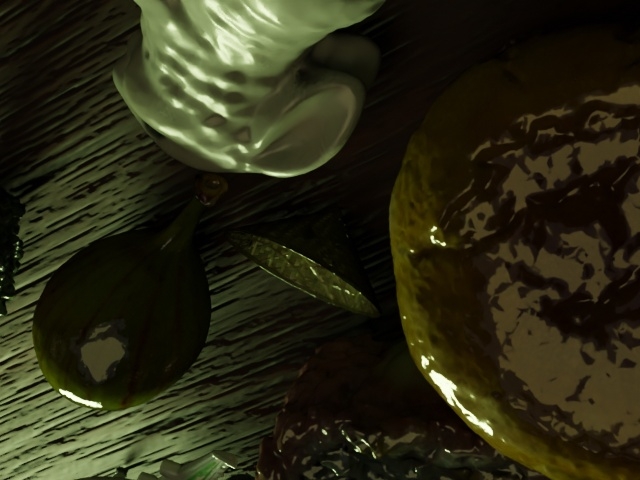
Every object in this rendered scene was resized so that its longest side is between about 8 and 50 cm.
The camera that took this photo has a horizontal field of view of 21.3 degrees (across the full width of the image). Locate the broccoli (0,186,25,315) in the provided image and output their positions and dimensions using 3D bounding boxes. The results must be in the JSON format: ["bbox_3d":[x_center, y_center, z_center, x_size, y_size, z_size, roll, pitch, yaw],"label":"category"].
[{"bbox_3d":[-0.404,-0.017,1.478,0.304,0.145,0.165,23,114,-12],"label":"broccoli"}]

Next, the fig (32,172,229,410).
[{"bbox_3d":[-0.151,0.021,1.427,0.151,0.151,0.259,27,123,7],"label":"fig"}]

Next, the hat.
[{"bbox_3d":[0.000,0.000,1.396,0.146,0.067,0.146,27,169,6],"label":"hat"}]

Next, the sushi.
[{"bbox_3d":[0.093,0.181,1.396,0.270,0.171,0.236,4,121,20],"label":"sushi"}]

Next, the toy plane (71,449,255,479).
[{"bbox_3d":[-0.127,0.271,1.596,0.255,0.101,0.251,19,126,18],"label":"toy plane"}]

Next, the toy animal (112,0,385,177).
[{"bbox_3d":[-0.035,-0.179,1.238,0.258,0.194,0.357,12,141,-5],"label":"toy animal"}]

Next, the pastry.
[{"bbox_3d":[0.212,0.010,1.199,0.356,0.164,0.356,3,105,11],"label":"pastry"}]
